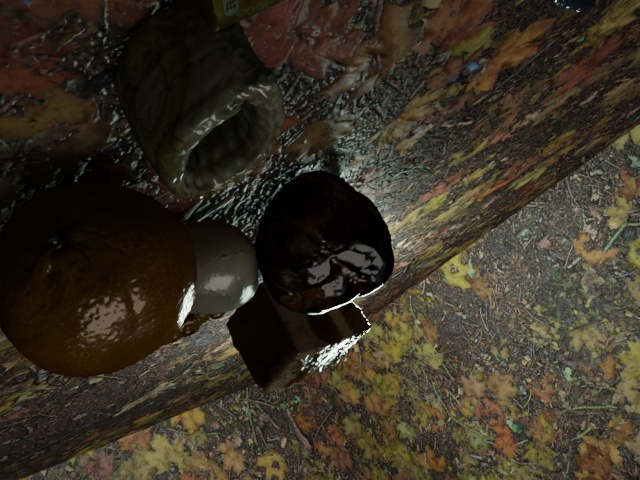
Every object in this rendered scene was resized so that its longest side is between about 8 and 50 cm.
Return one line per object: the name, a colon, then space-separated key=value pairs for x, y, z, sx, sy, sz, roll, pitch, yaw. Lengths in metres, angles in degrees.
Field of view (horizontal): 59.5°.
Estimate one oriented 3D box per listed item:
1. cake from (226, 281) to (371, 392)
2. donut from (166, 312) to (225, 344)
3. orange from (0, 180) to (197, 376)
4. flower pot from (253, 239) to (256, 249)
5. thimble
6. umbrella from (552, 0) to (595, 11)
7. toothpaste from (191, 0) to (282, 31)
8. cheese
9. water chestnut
cake: x=-0.070 y=0.235 z=1.571 sx=0.290 sy=0.282 sz=0.256 roll=-6 pitch=145 yaw=-44
donut: x=-0.295 y=0.128 z=1.149 sx=0.226 sy=0.114 sz=0.227 roll=-26 pitch=163 yaw=-9
orange: x=-0.285 y=0.046 z=0.716 sx=0.264 sy=0.264 sz=0.264 roll=-27 pitch=163 yaw=-9
flower pot: x=-0.102 y=0.034 z=1.235 sx=0.089 sy=0.111 sz=0.111 roll=9 pitch=140 yaw=-45
thimble: x=-0.124 y=-0.148 z=0.584 sx=0.137 sy=0.144 sz=0.190 roll=-13 pitch=157 yaw=-41
umbrella: x=0.331 y=-0.384 z=0.804 sx=0.248 sy=0.071 sz=0.071 roll=-6 pitch=152 yaw=-44
toothpaste: x=-0.074 y=-0.292 z=0.393 sx=0.089 sy=0.071 sz=0.313 roll=-30 pitch=163 yaw=-14
cheese: x=-0.203 y=0.050 z=0.977 sx=0.197 sy=0.155 sz=0.189 roll=1 pitch=149 yaw=-10
water chestnut: x=0.000 y=0.000 z=1.076 sx=0.288 sy=0.244 sz=0.289 roll=-13 pitch=132 yaw=-16
